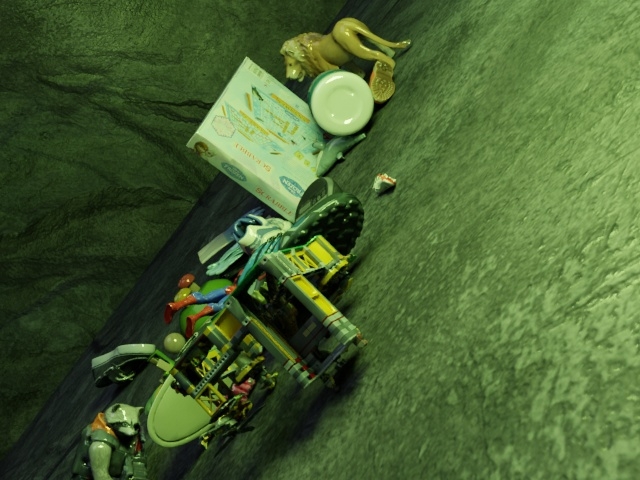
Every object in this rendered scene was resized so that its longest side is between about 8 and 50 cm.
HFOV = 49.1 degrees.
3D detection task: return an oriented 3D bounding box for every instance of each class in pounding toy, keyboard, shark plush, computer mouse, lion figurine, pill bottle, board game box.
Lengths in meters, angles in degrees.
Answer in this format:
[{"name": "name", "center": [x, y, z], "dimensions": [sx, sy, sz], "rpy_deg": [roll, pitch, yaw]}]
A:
[{"name": "pounding toy", "center": [-0.335, 0.166, 1.762], "dimensions": [0.237, 0.110, 0.183], "rpy_deg": [-51, 11, -16]}, {"name": "keyboard", "center": [-0.234, 0.068, 1.893], "dimensions": [0.100, 0.038, 0.192], "rpy_deg": [-29, 17, 0]}, {"name": "shark plush", "center": [0.053, -0.212, 1.682], "dimensions": [0.161, 0.073, 0.067], "rpy_deg": [-19, 53, 28]}, {"name": "computer mouse", "center": [0.000, 0.000, 1.331], "dimensions": [0.188, 0.072, 0.272], "rpy_deg": [-35, 37, 42]}, {"name": "lion figurine", "center": [0.057, -0.529, 1.928], "dimensions": [0.392, 0.240, 0.142], "rpy_deg": [-24, 33, 57]}, {"name": "pill bottle", "center": [0.043, -0.342, 1.712], "dimensions": [0.146, 0.146, 0.264], "rpy_deg": [-50, 12, 10]}, {"name": "board game box", "center": [-0.125, -0.250, 1.723], "dimensions": [0.066, 0.318, 0.318], "rpy_deg": [-38, 22, 46]}]

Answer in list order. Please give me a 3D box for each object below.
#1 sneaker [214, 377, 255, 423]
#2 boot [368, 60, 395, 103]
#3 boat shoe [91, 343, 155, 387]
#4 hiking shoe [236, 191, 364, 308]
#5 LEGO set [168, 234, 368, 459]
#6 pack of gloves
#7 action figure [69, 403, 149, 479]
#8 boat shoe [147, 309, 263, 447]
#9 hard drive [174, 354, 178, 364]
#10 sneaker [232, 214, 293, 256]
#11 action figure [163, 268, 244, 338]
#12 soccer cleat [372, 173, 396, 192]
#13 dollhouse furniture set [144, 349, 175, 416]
[{"name": "sneaker", "center": [-0.149, 0.275, 1.220], "dimensions": [0.119, 0.047, 0.057], "rpy_deg": [-60, 3, -33]}, {"name": "boot", "center": [0.141, -0.366, 1.717], "dimensions": [0.158, 0.059, 0.084], "rpy_deg": [-79, 13, -48]}, {"name": "boat shoe", "center": [-0.596, 0.382, 2.110], "dimensions": [0.301, 0.108, 0.102], "rpy_deg": [-23, 64, 37]}, {"name": "hiking shoe", "center": [-0.054, 0.017, 1.193], "dimensions": [0.304, 0.113, 0.132], "rpy_deg": [-46, 38, 17]}, {"name": "LEGO set", "center": [-0.048, 0.162, 1.030], "dimensions": [0.331, 0.192, 0.255], "rpy_deg": [-47, -12, 8]}, {"name": "pack of gloves", "center": [-0.220, 0.010, 1.904], "dimensions": [0.232, 0.046, 0.195], "rpy_deg": [-39, 29, 1]}, {"name": "action figure", "center": [-0.442, 0.476, 1.372], "dimensions": [0.330, 0.178, 0.341], "rpy_deg": [-67, 17, -12]}, {"name": "boat shoe", "center": [-0.204, 0.230, 1.301], "dimensions": [0.340, 0.127, 0.113], "rpy_deg": [-59, 16, -24]}, {"name": "hard drive", "center": [-0.331, 0.302, 1.674], "dimensions": [0.094, 0.022, 0.135], "rpy_deg": [-41, 20, 35]}, {"name": "sneaker", "center": [-0.138, -0.020, 1.620], "dimensions": [0.112, 0.131, 0.296], "rpy_deg": [-55, 15, 1]}, {"name": "action figure", "center": [-0.198, 0.146, 1.449], "dimensions": [0.280, 0.091, 0.139], "rpy_deg": [-27, -41, -49]}, {"name": "soccer cleat", "center": [0.115, -0.103, 1.286], "dimensions": [0.035, 0.029, 0.083], "rpy_deg": [-61, 13, 3]}, {"name": "dollhouse furniture set", "center": [-0.385, 0.325, 1.629], "dimensions": [0.076, 0.058, 0.152], "rpy_deg": [-45, 18, 28]}]
